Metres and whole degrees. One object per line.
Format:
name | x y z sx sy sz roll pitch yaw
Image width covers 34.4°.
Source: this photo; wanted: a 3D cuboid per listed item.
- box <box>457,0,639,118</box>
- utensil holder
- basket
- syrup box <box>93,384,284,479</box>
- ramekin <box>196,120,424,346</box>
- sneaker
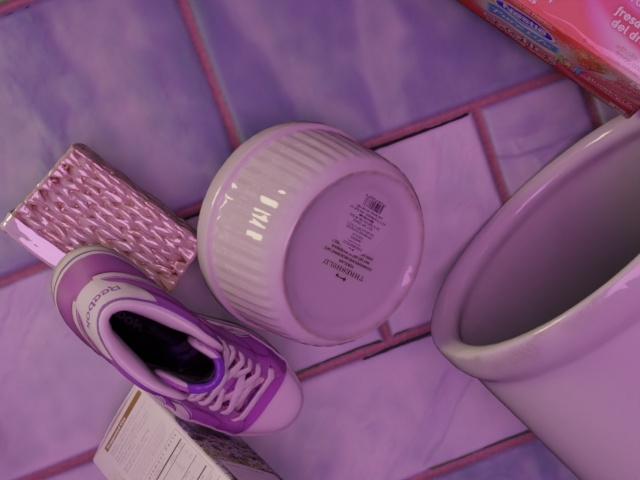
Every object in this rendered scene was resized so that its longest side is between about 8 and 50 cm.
box | 0.204 -0.259 0.922 0.300 0.154 0.142 37 94 9
utensil holder | 0.349 0.112 0.954 0.327 0.327 0.385 -44 103 2
basket | -0.200 -0.007 0.983 0.167 0.113 0.103 39 90 -11
syrup box | -0.107 0.233 0.959 0.093 0.237 0.096 28 92 -42
ramekin | 0.000 0.000 0.957 0.207 0.109 0.207 -14 114 -33
sneaker | -0.099 0.118 0.893 0.282 0.161 0.102 34 86 -34
